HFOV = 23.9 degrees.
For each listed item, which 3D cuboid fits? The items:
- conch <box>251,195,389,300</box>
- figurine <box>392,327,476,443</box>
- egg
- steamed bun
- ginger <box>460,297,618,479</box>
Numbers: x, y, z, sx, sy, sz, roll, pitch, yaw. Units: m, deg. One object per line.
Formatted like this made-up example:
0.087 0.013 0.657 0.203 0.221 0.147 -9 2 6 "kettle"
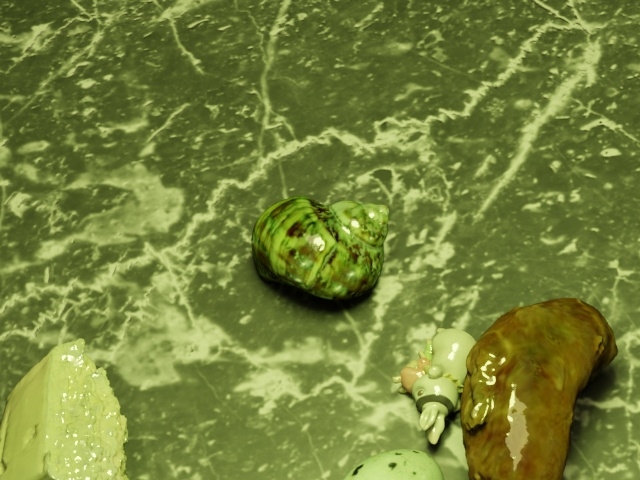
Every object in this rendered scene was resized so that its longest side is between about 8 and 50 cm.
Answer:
0.000 -0.002 2.019 0.181 0.124 0.187 -12 45 -8 "conch"
0.145 0.188 1.909 0.098 0.081 0.146 -10 40 57 "figurine"
0.086 0.313 1.781 0.131 0.131 0.164 31 38 25 "egg"
-0.296 0.249 1.825 0.170 0.200 0.226 25 45 -27 "steamed bun"
0.244 0.186 1.820 0.172 0.165 0.321 35 52 -3 "ginger"
